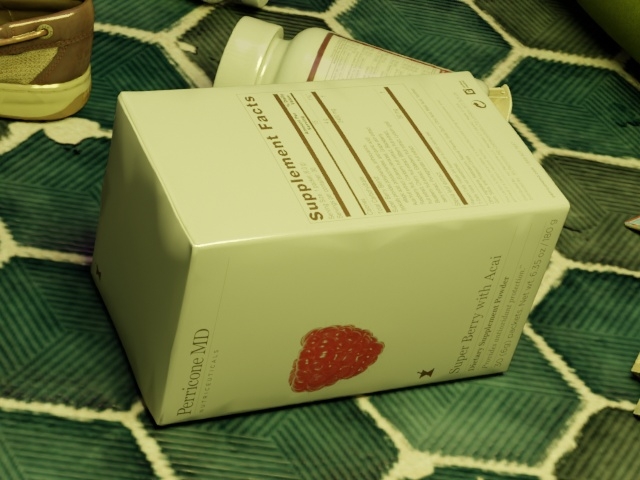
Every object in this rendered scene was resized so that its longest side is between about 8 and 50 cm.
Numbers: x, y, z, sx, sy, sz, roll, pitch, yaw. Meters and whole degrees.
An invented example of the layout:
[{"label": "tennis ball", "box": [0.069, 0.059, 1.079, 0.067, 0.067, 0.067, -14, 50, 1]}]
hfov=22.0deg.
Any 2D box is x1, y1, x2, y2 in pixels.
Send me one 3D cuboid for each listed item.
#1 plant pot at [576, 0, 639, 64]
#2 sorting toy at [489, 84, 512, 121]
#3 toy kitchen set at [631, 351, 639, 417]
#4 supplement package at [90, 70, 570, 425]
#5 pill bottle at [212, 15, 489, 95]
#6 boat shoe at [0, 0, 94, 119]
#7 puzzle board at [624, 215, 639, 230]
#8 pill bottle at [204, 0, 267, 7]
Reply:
[{"label": "plant pot", "box": [0.391, -0.316, 1.636, 0.366, 0.366, 0.353, -14, 34, -31]}, {"label": "sorting toy", "box": [0.138, -0.105, 1.505, 0.083, 0.045, 0.075, 0, 48, -19]}, {"label": "toy kitchen set", "box": [0.292, 0.126, 1.286, 0.083, 0.075, 0.068, 10, 66, 51]}, {"label": "supplement package", "box": [0.000, 0.000, 1.219, 0.293, 0.177, 0.175, -7, 43, -24]}, {"label": "pill bottle", "box": [0.024, -0.111, 1.408, 0.221, 0.121, 0.121, 18, 38, 5]}, {"label": "boat shoe", "box": [-0.357, -0.184, 1.370, 0.342, 0.123, 0.123, 6, 39, -11]}, {"label": "puzzle board", "box": [0.349, -0.023, 1.466, 0.128, 0.011, 0.096, -20, 27, -36]}, {"label": "pill bottle", "box": [-0.124, -0.286, 1.595, 0.169, 0.094, 0.094, 21, 39, 8]}]
